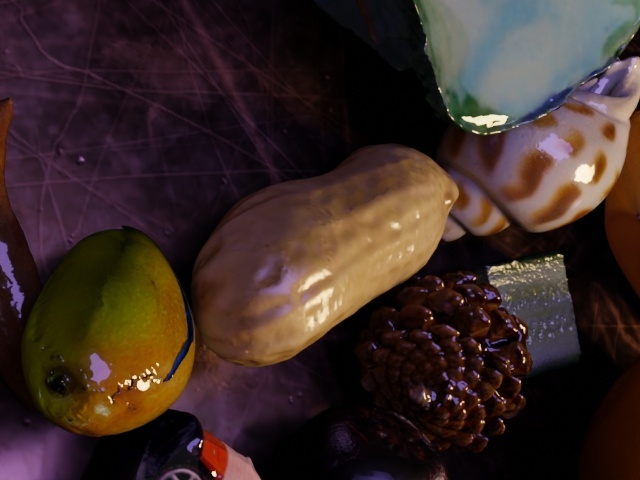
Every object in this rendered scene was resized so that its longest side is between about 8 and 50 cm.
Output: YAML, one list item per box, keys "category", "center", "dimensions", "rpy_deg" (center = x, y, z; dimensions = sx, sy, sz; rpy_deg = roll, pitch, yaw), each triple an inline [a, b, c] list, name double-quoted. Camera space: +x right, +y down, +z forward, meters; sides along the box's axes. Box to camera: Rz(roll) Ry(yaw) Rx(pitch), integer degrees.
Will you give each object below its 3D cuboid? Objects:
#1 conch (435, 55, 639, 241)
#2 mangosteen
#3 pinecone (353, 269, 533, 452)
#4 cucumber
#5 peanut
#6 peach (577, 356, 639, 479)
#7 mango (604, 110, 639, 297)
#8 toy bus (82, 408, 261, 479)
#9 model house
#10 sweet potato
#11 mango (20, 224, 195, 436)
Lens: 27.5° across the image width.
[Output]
- category: "conch"
  center: [0.198, -0.088, 1.277]
  dimensions: [0.275, 0.183, 0.149]
  rpy_deg: [-23, 130, -24]
- category: "mangosteen"
  center: [0.031, 0.215, 1.095]
  dimensions: [0.152, 0.152, 0.152]
  rpy_deg: [9, 73, -32]
- category: "pinecone"
  center: [0.111, 0.101, 1.167]
  dimensions: [0.173, 0.173, 0.174]
  rpy_deg: [9, 73, -32]
- category: "cucumber"
  center: [0.195, 0.073, 1.281]
  dimensions: [0.115, 0.062, 0.116]
  rpy_deg: [-10, 90, -33]
- category: "peanut"
  center: [0.000, 0.000, 1.124]
  dimensions: [0.319, 0.147, 0.148]
  rpy_deg: [-36, 98, -45]
- category: "peach"
  center: [0.412, 0.236, 1.223]
  dimensions: [0.301, 0.342, 0.343]
  rpy_deg: [27, 58, -64]
- category: "mango"
  center: [0.379, -0.020, 1.392]
  dimensions: [0.153, 0.126, 0.252]
  rpy_deg: [-17, 80, -24]
- category: "toy bus"
  center: [-0.137, 0.283, 0.968]
  dimensions: [0.147, 0.127, 0.303]
  rpy_deg: [38, 58, -26]
- category: "model house"
  center: [0.123, -0.242, 1.234]
  dimensions: [0.261, 0.241, 0.226]
  rpy_deg: [-33, 116, -25]
- category: "sweet potato"
  center: [-0.249, 0.008, 1.008]
  dimensions: [0.078, 0.058, 0.255]
  rpy_deg: [-1, 75, -50]
- category: "mango"
  center: [-0.153, 0.065, 0.980]
  dimensions: [0.233, 0.111, 0.125]
  rpy_deg: [-84, 154, -69]
